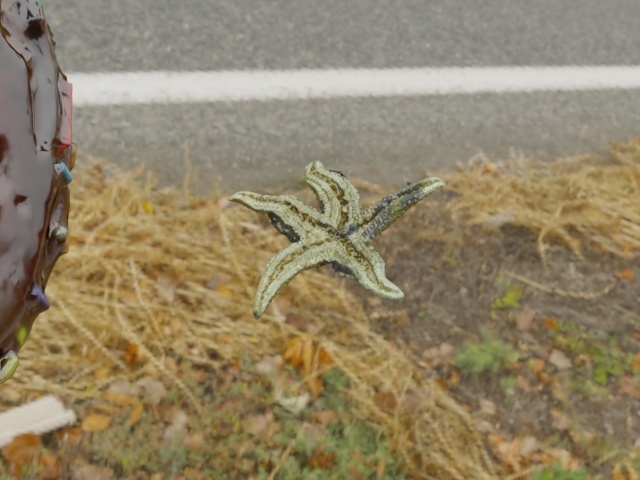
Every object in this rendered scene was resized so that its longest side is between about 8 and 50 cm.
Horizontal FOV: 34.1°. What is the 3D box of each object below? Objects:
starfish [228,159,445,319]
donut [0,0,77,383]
[{"bbox_3d":[0.000,0.000,0.871,0.176,0.053,0.208,-41,38,-22],"label":"starfish"},{"bbox_3d":[-0.189,-0.027,0.346,0.096,0.216,0.230,1,29,35],"label":"donut"}]
